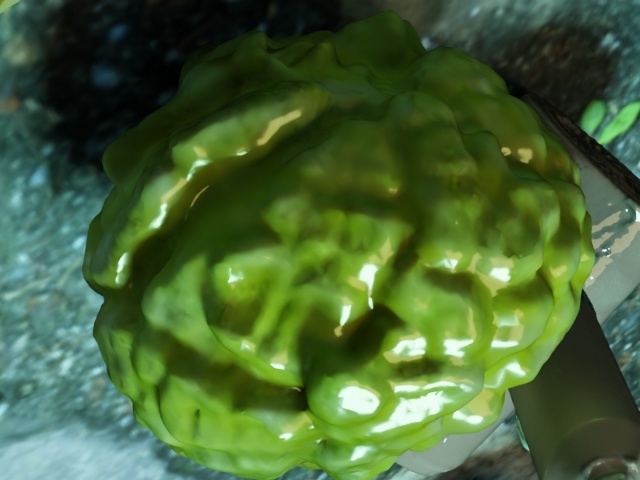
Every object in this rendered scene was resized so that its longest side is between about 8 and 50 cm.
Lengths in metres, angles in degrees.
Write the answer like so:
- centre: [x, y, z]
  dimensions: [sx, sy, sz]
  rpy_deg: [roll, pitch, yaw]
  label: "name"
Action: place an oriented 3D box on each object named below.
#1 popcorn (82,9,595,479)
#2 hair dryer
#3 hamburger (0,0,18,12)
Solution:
- centre: [0.000, 0.000, 0.847]
  dimensions: [0.259, 0.259, 0.212]
  rpy_deg: [-35, 110, -8]
  label: "popcorn"
- centre: [0.101, 0.067, 0.958]
  dimensions: [0.125, 0.352, 0.210]
  rpy_deg: [39, 104, -14]
  label: "hair dryer"
- centre: [-0.151, -0.187, 0.429]
  dimensions: [0.158, 0.318, 0.319]
  rpy_deg: [-60, 172, -53]
  label: "hamburger"
